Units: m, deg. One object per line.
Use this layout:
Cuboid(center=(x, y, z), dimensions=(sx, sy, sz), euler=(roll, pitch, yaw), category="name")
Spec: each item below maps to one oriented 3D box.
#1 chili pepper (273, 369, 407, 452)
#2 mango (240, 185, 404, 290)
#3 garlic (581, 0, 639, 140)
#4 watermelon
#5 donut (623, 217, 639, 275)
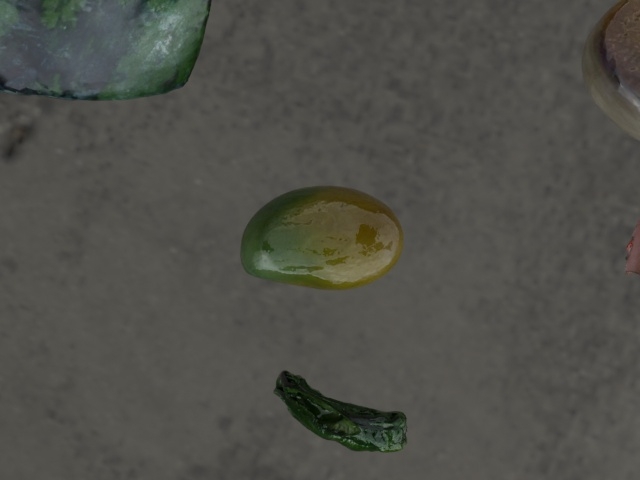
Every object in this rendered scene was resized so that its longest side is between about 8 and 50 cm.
Cuboid(center=(0.008, 0.177, 1.883), dimensions=(0.073, 0.182, 0.050), euler=(-14, 119, -45), category="chili pepper")
Cuboid(center=(0.000, 0.000, 2.050), dimensions=(0.194, 0.130, 0.092), euler=(-15, 158, -24), category="mango")
Cuboid(center=(0.354, -0.161, 1.876), dimensions=(0.128, 0.198, 0.090), euler=(-39, 154, -8), category="garlic")
Cuboid(center=(-0.246, -0.274, 1.400), dimensions=(0.250, 0.292, 0.283), euler=(-8, 120, -50), category="watermelon")
Cuboid(center=(0.411, -0.003, 2.011), dimensions=(0.065, 0.166, 0.117), euler=(9, 88, -37), category="donut")
